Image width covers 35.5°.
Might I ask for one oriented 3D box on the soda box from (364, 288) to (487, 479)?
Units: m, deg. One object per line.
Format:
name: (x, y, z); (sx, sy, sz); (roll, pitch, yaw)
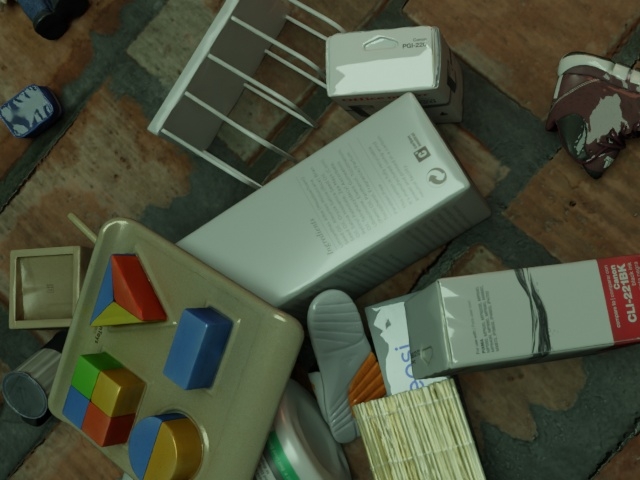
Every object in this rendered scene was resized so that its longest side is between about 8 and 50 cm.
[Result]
soda box: (0.150, 0.220, 1.428); (0.098, 0.091, 0.286); (-18, 78, 12)

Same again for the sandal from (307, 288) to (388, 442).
sandal: (0.027, 0.170, 1.439); (0.102, 0.265, 0.076); (-25, 32, -20)

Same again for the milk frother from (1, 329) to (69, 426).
milk frother: (-0.394, 0.230, 1.567); (0.143, 0.135, 0.129); (5, 117, 22)

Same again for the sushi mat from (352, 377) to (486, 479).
sushi mat: (0.156, 0.355, 1.351); (0.151, 0.019, 0.316); (-19, 78, 11)

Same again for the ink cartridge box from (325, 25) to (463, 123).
ink cartridge box: (0.111, -0.229, 1.434); (0.159, 0.218, 0.092); (-2, 82, 17)

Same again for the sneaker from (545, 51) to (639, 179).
sneaker: (0.446, -0.151, 1.395); (0.281, 0.106, 0.162); (22, 94, 29)

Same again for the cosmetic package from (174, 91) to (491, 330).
cosmetic package: (0.000, 0.000, 1.433); (0.453, 0.230, 0.161); (-32, 74, 9)

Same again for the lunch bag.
lunch bag: (-0.489, -0.215, 1.694); (0.098, 0.065, 0.067); (-34, 90, 9)

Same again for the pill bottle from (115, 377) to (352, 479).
pill bottle: (-0.154, 0.364, 1.441); (0.361, 0.204, 0.204); (-30, 75, 10)

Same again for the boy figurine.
boy figurine: (-0.516, -0.485, 1.727); (0.177, 0.092, 0.285); (-41, 77, 11)

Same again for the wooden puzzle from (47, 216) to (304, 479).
wooden puzzle: (-0.217, 0.176, 1.319); (0.348, 0.080, 0.322); (27, 105, 30)

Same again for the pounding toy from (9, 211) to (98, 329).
pounding toy: (-0.385, 0.050, 1.610); (0.206, 0.094, 0.181); (-4, 82, 16)

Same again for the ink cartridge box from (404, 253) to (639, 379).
ink cartridge box: (0.263, 0.104, 1.307); (0.273, 0.197, 0.114); (-7, 79, -10)

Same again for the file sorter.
file sorter: (-0.089, -0.224, 1.511); (0.173, 0.193, 0.277); (33, 93, 15)
